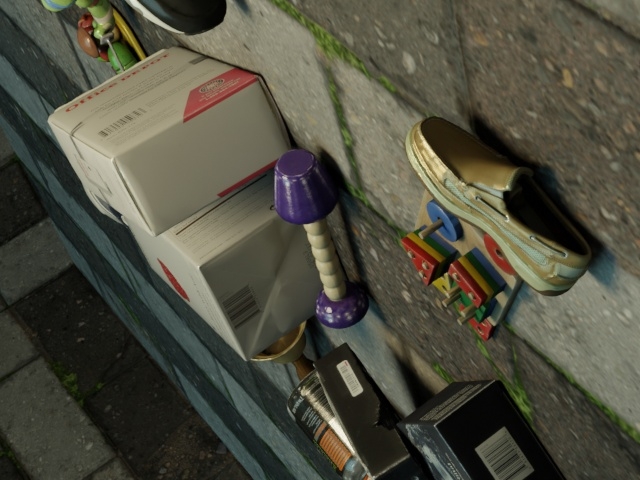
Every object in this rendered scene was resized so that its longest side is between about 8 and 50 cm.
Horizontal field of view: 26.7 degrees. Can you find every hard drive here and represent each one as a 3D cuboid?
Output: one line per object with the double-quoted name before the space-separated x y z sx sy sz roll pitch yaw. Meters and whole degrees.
"hard drive" 0.119 0.313 1.751 0.339 0.064 0.237 55 -177 -38

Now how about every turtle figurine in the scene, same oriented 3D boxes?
"turtle figurine" -0.392 -0.320 1.857 0.266 0.198 0.274 -120 13 -52

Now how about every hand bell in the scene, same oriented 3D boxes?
"hand bell" -0.037 0.182 2.124 0.126 0.126 0.242 44 174 37

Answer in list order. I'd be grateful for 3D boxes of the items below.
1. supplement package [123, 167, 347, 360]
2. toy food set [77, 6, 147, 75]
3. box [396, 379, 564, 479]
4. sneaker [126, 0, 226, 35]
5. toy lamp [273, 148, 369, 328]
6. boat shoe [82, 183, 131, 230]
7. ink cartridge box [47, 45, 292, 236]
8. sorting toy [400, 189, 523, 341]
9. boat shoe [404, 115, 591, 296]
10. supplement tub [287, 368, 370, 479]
"supplement package" -0.129 -0.009 1.803 0.293 0.175 0.177 38 158 49
"toy food set" -0.316 -0.280 2.013 0.217 0.071 0.128 61 164 -17
"box" 0.183 0.248 1.543 0.156 0.093 0.158 56 166 -1
"sneaker" -0.187 -0.349 1.424 0.283 0.107 0.124 57 159 -6
"toy lamp" 0.000 0.000 1.618 0.080 0.080 0.274 43 162 40
"boat shoe" -0.293 -0.080 2.309 0.340 0.127 0.158 41 154 21
"ink cartridge box" -0.193 -0.133 1.683 0.283 0.207 0.117 30 148 60
"sorting toy" 0.130 0.023 1.323 0.132 0.046 0.274 52 165 16
"boat shoe" 0.151 -0.042 1.111 0.190 0.068 0.072 43 150 10
"supplement tub" 0.048 0.279 1.976 0.190 0.117 0.117 48 163 26
